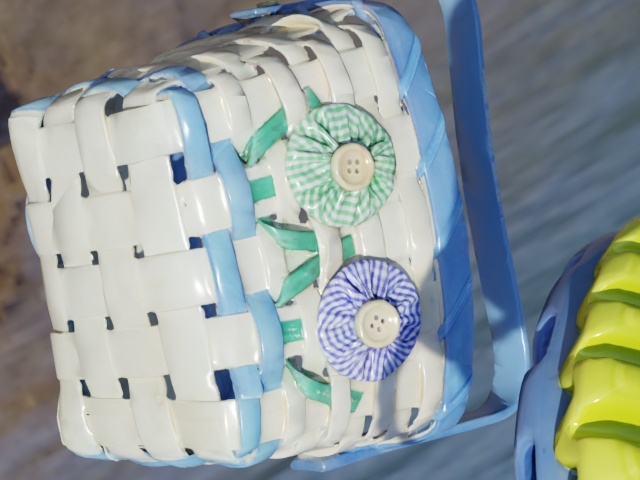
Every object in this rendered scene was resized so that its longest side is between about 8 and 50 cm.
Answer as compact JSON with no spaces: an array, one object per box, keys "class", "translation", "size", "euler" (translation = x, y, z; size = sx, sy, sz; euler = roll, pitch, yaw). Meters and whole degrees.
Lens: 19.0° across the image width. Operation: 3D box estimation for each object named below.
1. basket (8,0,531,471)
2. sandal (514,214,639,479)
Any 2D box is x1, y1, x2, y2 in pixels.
[{"class":"basket","translation":[0.000,0.000,0.981],"size":[0.201,0.255,0.289],"euler":[-6,-171,41]},{"class":"sandal","translation":[0.080,0.129,0.525],"size":[0.126,0.317,0.138],"euler":[30,139,-19]}]
